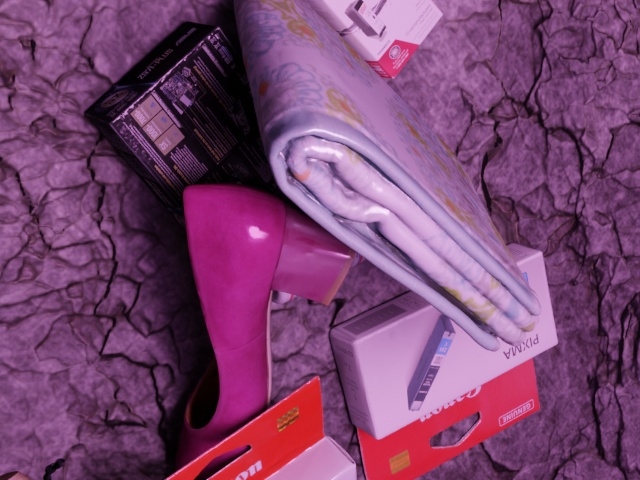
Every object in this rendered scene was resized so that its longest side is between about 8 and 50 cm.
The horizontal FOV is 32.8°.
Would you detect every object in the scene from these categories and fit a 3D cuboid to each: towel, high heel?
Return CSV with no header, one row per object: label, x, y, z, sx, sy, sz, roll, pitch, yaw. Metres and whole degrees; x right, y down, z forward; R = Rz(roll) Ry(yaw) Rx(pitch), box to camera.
towel,0.058,-0.077,1.105,0.090,0.320,0.374,-39,125,15
high heel,-0.123,0.104,1.127,0.181,0.127,0.377,19,114,-21

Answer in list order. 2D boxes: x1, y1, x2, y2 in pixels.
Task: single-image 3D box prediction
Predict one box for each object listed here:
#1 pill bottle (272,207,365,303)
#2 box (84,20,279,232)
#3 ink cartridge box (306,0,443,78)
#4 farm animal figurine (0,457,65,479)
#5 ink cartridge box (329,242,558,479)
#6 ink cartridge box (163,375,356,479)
pill bottle,0.000,0.000,1.217,0.160,0.087,0.087,-27,116,-24
box,-0.122,-0.108,1.116,0.147,0.077,0.180,-46,122,-12
ink cartridge box,0.055,-0.260,1.197,0.135,0.056,0.099,42,81,-33
farm animal figurine,-0.435,0.228,0.947,0.330,0.172,0.326,36,91,-4
ink cartridge box,0.173,0.176,1.386,0.296,0.066,0.261,-24,113,-24
ink cartridge box,-0.082,0.298,1.149,0.275,0.060,0.238,-32,144,-23
